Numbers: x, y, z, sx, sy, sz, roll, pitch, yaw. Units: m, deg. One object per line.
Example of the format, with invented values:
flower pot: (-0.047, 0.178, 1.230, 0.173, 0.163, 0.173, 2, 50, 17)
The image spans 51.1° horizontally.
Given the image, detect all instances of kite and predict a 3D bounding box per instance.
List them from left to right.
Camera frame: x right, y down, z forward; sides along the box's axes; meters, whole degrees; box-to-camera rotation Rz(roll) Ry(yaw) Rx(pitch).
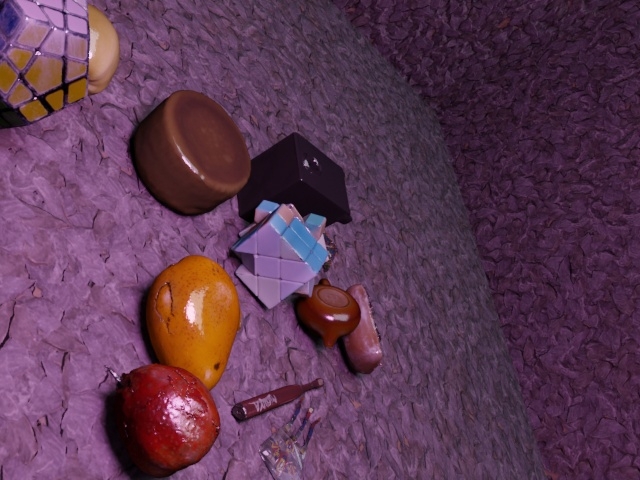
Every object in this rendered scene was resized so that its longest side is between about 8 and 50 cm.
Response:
kite: (-0.061, 0.464, 1.548, 0.141, 0.015, 0.245, 57, 31, -11)
kite: (0.000, 0.000, 2.103, 0.189, 0.009, 0.232, 21, 46, -51)

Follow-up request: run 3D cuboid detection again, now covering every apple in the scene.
apple: (-0.515, -0.402, 1.410, 0.200, 0.200, 0.200, 41, 33, -34)

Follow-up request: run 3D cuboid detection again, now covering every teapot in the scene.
teapot: (0.012, 0.195, 1.833, 0.178, 0.135, 0.252, 16, 25, -16)

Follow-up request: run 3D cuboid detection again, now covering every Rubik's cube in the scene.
Rubik's cube: (-0.554, -0.352, 1.189, 0.319, 0.318, 0.264, 61, 4, -1)
Rubik's cube: (-0.086, 0.026, 1.706, 0.265, 0.224, 0.213, 49, 28, -10)

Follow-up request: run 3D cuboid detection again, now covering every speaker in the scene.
speaker: (-0.067, -0.135, 1.872, 0.254, 0.232, 0.184, 31, 41, -44)

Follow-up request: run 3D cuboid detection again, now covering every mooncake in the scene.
mooncake: (-0.309, -0.205, 1.606, 0.284, 0.155, 0.285, 40, 36, -37)

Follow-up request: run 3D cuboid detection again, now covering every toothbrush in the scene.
toothbrush: (-0.085, 0.364, 1.577, 0.364, 0.040, 0.041, -1, 65, -60)

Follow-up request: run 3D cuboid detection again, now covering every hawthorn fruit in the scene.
hawthorn fruit: (-0.281, 0.291, 1.162, 0.235, 0.181, 0.181, 53, 28, -15)

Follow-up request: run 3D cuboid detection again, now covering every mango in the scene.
mango: (-0.259, 0.166, 1.351, 0.191, 0.159, 0.291, 28, 50, -57)

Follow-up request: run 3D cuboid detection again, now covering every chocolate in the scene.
chocolate: (0.094, 0.252, 1.903, 0.083, 0.161, 0.262, 0, 54, -19)
